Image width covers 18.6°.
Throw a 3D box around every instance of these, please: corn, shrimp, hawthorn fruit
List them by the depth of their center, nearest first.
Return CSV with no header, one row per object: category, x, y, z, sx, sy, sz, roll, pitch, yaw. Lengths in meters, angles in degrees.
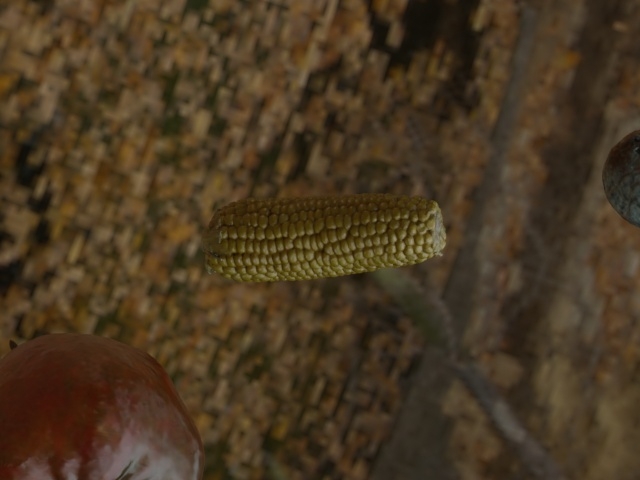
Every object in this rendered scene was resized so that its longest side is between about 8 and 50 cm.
shrimp,0.327,-0.028,1.471,0.090,0.233,0.079,-11,113,-73
hawthorn fruit,-0.213,0.164,1.666,0.211,0.262,0.210,-9,121,-14
corn,0.001,-0.004,2.037,0.091,0.260,0.091,61,32,-53
